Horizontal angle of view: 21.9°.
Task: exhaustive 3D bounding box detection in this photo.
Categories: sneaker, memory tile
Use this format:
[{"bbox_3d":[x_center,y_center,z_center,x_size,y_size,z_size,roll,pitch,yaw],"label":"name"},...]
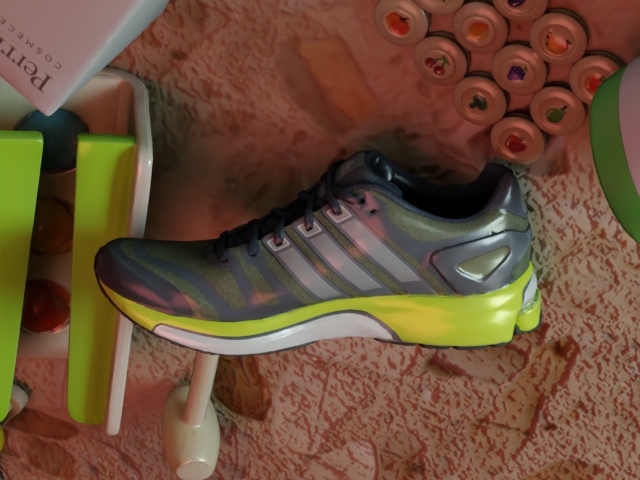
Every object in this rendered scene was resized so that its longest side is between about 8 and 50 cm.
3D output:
[{"bbox_3d":[0.000,0.000,1.099,0.300,0.111,0.121,-2,114,-6],"label":"sneaker"},{"bbox_3d":[0.112,-0.120,1.040,0.148,0.012,0.113,44,131,-11],"label":"memory tile"}]

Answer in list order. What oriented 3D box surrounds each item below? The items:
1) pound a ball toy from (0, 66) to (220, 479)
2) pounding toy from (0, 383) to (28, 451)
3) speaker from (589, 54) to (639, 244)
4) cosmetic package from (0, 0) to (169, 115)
[{"bbox_3d":[-0.166,0.027,1.233,0.208,0.135,0.319,1,129,-13],"label":"pound a ball toy"},{"bbox_3d":[-0.356,0.233,1.445,0.154,0.155,0.269,39,132,0],"label":"pounding toy"},{"bbox_3d":[0.302,-0.080,0.903,0.296,0.131,0.131,-17,117,35],"label":"speaker"},{"bbox_3d":[-0.114,-0.275,0.930,0.217,0.156,0.385,40,131,-5],"label":"cosmetic package"}]
